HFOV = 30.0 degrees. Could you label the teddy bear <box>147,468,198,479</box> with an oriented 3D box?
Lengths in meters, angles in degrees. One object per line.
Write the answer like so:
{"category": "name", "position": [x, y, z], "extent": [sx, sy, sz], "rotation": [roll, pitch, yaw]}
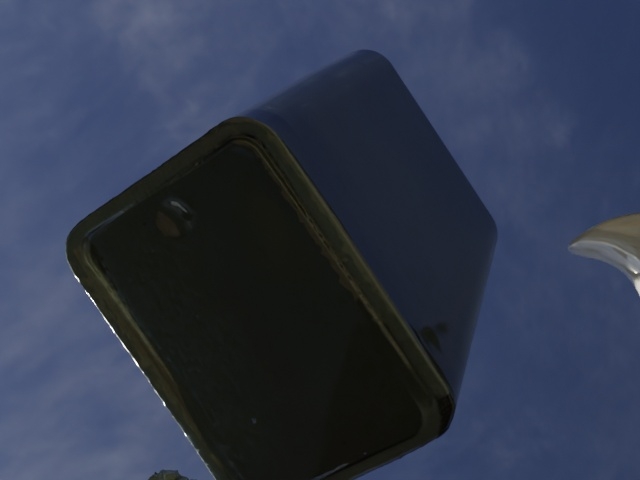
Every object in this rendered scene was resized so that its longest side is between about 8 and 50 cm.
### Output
{"category": "teddy bear", "position": [-0.050, 0.231, 0.915], "extent": [0.111, 0.213, 0.133], "rotation": [-44, -146, 13]}

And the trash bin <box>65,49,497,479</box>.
{"category": "trash bin", "position": [0.000, 0.000, 0.625], "extent": [0.122, 0.240, 0.164], "rotation": [-31, -81, 23]}

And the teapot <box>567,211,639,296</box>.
{"category": "teapot", "position": [0.291, 0.024, 0.588], "extent": [0.299, 0.208, 0.166], "rotation": [-20, -110, 13]}
